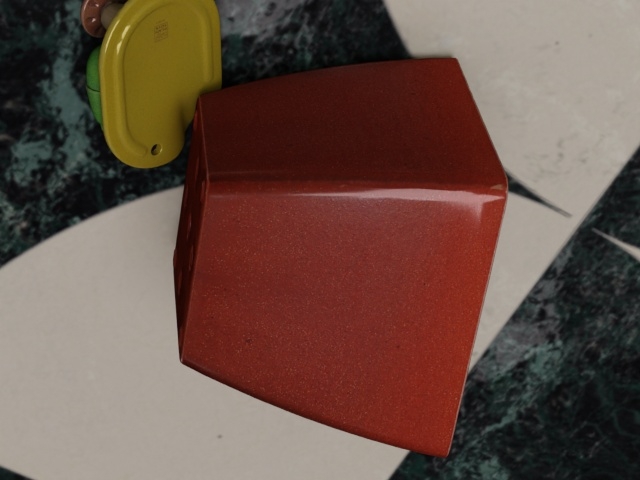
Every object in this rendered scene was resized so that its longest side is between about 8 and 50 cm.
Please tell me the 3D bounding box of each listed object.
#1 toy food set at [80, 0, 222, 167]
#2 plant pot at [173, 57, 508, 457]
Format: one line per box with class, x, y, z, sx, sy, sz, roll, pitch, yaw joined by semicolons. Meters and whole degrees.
toy food set;-0.154;-0.171;1.632;0.128;0.071;0.218;-26;134;-33
plant pot;0.000;0.000;1.637;0.236;0.267;0.267;5;118;-9
